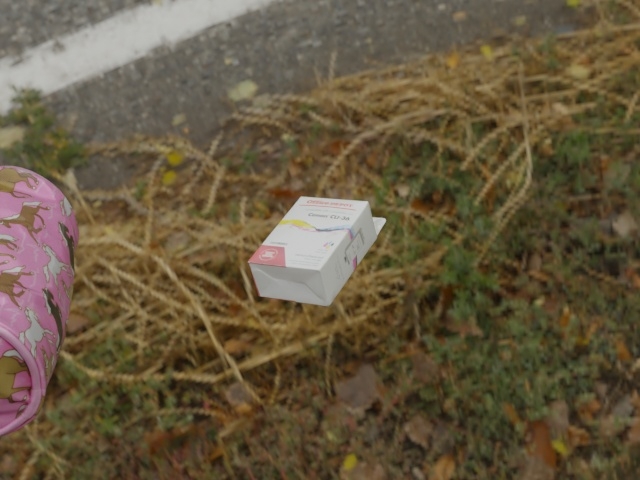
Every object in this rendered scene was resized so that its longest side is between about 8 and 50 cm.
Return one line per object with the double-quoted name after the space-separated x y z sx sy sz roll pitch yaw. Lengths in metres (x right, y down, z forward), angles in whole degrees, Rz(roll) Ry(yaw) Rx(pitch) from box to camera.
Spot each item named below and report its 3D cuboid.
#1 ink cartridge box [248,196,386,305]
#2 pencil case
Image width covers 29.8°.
0.000 0.000 1.672 0.115 0.067 0.198 6 39 29 "ink cartridge box"
-0.377 0.058 1.380 0.160 0.167 0.386 -20 28 7 "pencil case"
